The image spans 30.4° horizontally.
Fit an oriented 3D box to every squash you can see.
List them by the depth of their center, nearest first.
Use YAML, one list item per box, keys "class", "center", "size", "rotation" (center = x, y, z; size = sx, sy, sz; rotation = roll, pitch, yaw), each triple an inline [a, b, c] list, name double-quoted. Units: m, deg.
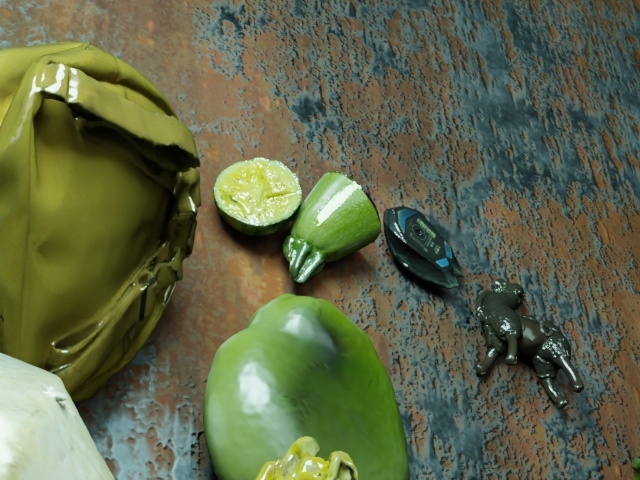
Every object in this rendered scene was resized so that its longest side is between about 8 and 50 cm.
- class: "squash"
  center: [-0.007, -0.005, 1.404]
  size: [0.105, 0.105, 0.132]
  rotation: [45, 63, 9]

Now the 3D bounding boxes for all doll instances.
- class: "doll"
  center: [0.255, 0.118, 1.475]
  size: [0.139, 0.057, 0.165]
  rotation: [21, 41, -12]

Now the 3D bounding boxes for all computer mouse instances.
- class: "computer mouse"
  center: [0.124, 0.013, 1.486]
  size: [0.135, 0.047, 0.079]
  rotation: [42, 36, -7]

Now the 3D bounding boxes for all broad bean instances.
- class: "broad bean"
  center: [-0.013, 0.183, 1.210]
  size: [0.238, 0.119, 0.291]
  rotation: [16, 50, -33]

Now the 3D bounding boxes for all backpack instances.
- class: "backpack"
  center: [-0.250, -0.008, 1.092]
  size: [0.201, 0.354, 0.378]
  rotation: [12, 3, 19]

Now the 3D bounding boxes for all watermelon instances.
- class: "watermelon"
  center: [-0.076, -0.045, 1.396]
  size: [0.105, 0.062, 0.106]
  rotation: [5, 51, -7]

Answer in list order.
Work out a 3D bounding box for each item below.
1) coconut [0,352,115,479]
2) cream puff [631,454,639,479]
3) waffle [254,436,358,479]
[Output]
- class: "coconut"
  center: [-0.330, 0.216, 0.833]
  size: [0.352, 0.353, 0.353]
  rotation: [17, 47, -19]
- class: "cream puff"
  center: [0.442, 0.307, 1.335]
  size: [0.281, 0.185, 0.282]
  rotation: [-3, 94, -61]
- class: "waffle"
  center: [-0.063, 0.309, 0.960]
  size: [0.065, 0.309, 0.283]
  rotation: [35, 11, -19]
